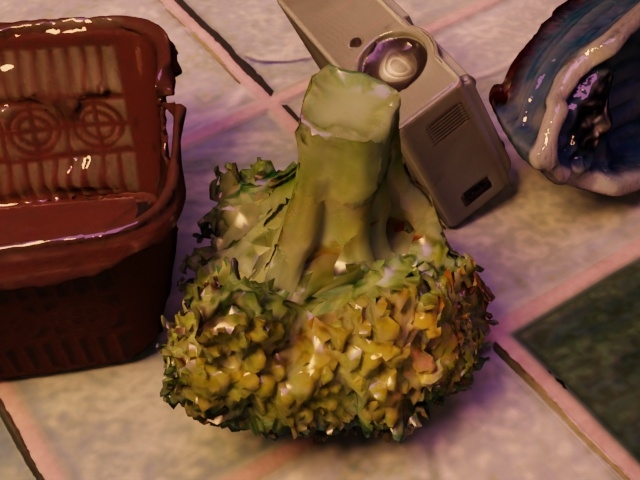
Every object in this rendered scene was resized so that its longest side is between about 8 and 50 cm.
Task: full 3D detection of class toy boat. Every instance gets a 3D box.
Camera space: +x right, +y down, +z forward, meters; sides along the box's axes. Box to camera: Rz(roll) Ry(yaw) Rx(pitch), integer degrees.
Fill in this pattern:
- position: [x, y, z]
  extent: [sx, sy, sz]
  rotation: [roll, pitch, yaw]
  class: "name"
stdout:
- position: [0.240, -0.104, 0.701]
  extent: [0.309, 0.129, 0.142]
  rotation: [-23, 35, -24]
  class: "toy boat"

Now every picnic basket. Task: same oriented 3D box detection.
- position: [-0.216, -0.015, 0.659]
  extent: [0.297, 0.129, 0.222]
  rotation: [-6, 45, -2]
  class: "picnic basket"

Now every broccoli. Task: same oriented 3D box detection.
- position: [0.000, 0.000, 0.586]
  extent: [0.194, 0.194, 0.220]
  rotation: [26, 49, 26]
  class: "broccoli"

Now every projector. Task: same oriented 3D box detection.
- position: [0.048, -0.095, 0.712]
  extent: [0.061, 0.115, 0.147]
  rotation: [-39, 52, 2]
  class: "projector"
